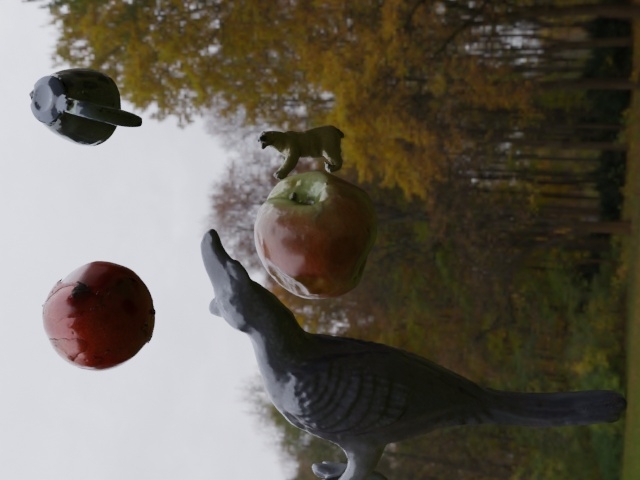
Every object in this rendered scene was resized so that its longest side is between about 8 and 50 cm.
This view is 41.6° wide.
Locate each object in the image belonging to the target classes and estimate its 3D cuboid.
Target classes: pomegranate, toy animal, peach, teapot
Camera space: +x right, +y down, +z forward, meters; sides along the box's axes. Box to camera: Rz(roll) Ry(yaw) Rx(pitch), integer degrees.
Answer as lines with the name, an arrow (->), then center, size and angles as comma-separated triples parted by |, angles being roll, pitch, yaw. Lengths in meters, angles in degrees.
pomegranate -> -0.423, 0.144, 1.597 | 0.210, 0.235, 0.210 | 12, -106, -48
toy animal -> -0.040, -0.204, 1.841 | 0.103, 0.219, 0.101 | -127, 33, -53
peach -> 0.000, 0.000, 1.441 | 0.235, 0.214, 0.214 | 71, -151, -49
teapot -> -0.342, -0.180, 1.186 | 0.111, 0.149, 0.108 | -50, -21, 20
toy animal -> 0.043, 0.145, 0.702 | 0.081, 0.367, 0.206 | -81, 14, -65
